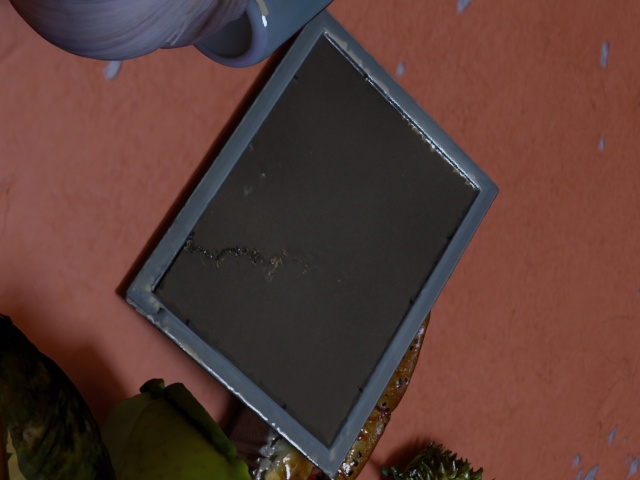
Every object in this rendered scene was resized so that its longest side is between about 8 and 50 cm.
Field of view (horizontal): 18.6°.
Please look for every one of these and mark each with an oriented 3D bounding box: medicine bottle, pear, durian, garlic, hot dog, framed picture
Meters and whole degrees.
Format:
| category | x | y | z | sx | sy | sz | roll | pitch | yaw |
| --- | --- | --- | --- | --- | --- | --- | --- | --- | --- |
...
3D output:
| category | x | y | z | sx | sy | sz | roll | pitch | yaw |
| --- | --- | --- | --- | --- | --- | --- | --- | --- | --- |
| medicine bottle | -0.013 | -0.214 | 1.426 | 0.216 | 0.090 | 0.090 | -44 | 133 | -38 |
| pear | -0.147 | 0.233 | 1.302 | 0.159 | 0.292 | 0.292 | 47 | 54 | -6 |
| durian | 0.113 | 0.242 | 1.754 | 0.100 | 0.086 | 0.215 | -42 | 135 | -20 |
| garlic | -0.110 | -0.242 | 1.200 | 0.207 | 0.207 | 0.257 | -12 | 97 | -51 |
| hot dog | 0.009 | 0.120 | 1.572 | 0.144 | 0.075 | 0.268 | 47 | 60 | -46 |
| framed picture | 0.000 | 0.000 | 1.505 | 0.231 | 0.018 | 0.293 | 44 | 63 | -24 |

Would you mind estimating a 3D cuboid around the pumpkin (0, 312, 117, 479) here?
| category | x | y | z | sx | sy | sz | roll | pitch | yaw |
| --- | --- | --- | --- | --- | --- | --- | --- | --- | --- |
| pumpkin | -0.262 | 0.168 | 1.077 | 0.320 | 0.192 | 0.321 | -6 | 104 | -28 |
